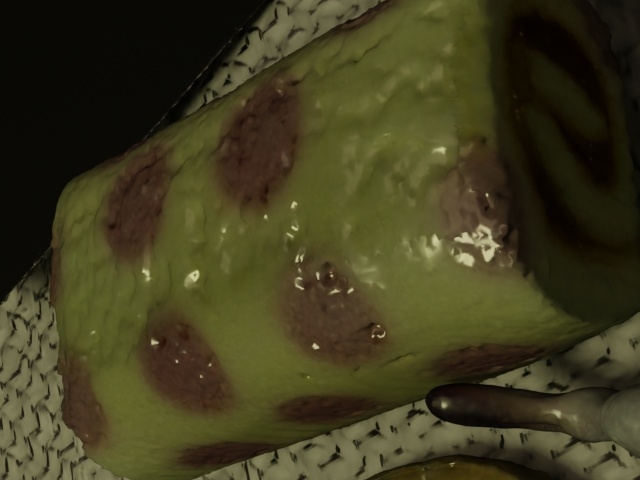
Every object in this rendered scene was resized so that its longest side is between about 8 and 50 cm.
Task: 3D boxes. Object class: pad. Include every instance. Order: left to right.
[{"bbox_3d":[-0.143,-0.102,1.166,0.375,0.063,0.315,-47,47,15],"label":"pad"}]

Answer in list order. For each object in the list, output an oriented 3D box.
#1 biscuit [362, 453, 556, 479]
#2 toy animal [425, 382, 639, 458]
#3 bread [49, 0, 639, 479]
[{"bbox_3d":[0.025,0.198,0.884,0.289,0.038,0.141,-53,46,24],"label":"biscuit"},{"bbox_3d":[0.183,0.078,0.684,0.324,0.195,0.090,-173,92,-77],"label":"toy animal"},{"bbox_3d":[0.000,0.000,0.878,0.338,0.155,0.187,-23,61,43],"label":"bread"}]
